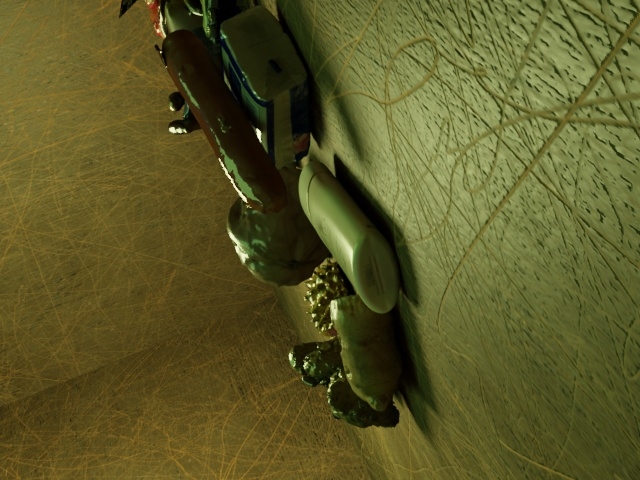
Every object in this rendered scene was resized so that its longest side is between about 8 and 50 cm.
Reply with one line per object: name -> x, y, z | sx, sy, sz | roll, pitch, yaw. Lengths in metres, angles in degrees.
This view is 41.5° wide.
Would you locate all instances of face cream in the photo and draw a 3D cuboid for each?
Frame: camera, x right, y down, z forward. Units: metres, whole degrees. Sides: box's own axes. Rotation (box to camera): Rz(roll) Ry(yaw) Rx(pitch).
face cream -> 0.043, -0.022, 1.553 | 0.348, 0.081, 0.174 | -124, 15, -55

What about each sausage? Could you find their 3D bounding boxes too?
sausage -> -0.185, -0.224, 1.587 | 0.094, 0.094, 0.419 | 0, -124, -61

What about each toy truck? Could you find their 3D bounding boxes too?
toy truck -> -0.208, -0.514, 1.770 | 0.116, 0.085, 0.191 | -124, 30, -44

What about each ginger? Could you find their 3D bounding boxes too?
ginger -> 0.095, 0.215, 1.668 | 0.190, 0.126, 0.354 | -90, -13, -46

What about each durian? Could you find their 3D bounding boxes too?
durian -> 0.015, 0.161, 2.122 | 0.341, 0.112, 0.191 | 96, 149, -78

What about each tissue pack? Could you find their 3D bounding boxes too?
tissue pack -> -0.100, -0.287, 1.645 | 0.270, 0.137, 0.209 | 92, 153, -63

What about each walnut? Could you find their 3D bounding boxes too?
walnut -> -0.089, -0.031, 1.898 | 0.273, 0.227, 0.273 | 161, 90, -87

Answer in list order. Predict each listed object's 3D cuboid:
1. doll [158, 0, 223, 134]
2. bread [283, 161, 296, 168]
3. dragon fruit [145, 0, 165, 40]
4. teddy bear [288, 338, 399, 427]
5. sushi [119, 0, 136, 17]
doll -> -0.268, -0.431, 1.945 | 0.209, 0.318, 0.340 | 25, -140, -55
bread -> -0.151, -0.249, 2.110 | 0.257, 0.124, 0.186 | -122, 13, -46
dragon fruit -> -0.363, -0.608, 2.331 | 0.205, 0.210, 0.268 | -30, -74, -58
teddy bear -> 0.077, 0.322, 1.910 | 0.156, 0.267, 0.256 | -57, 25, 27
sushi -> -0.415, -0.763, 2.133 | 0.343, 0.064, 0.359 | -88, 13, -63
